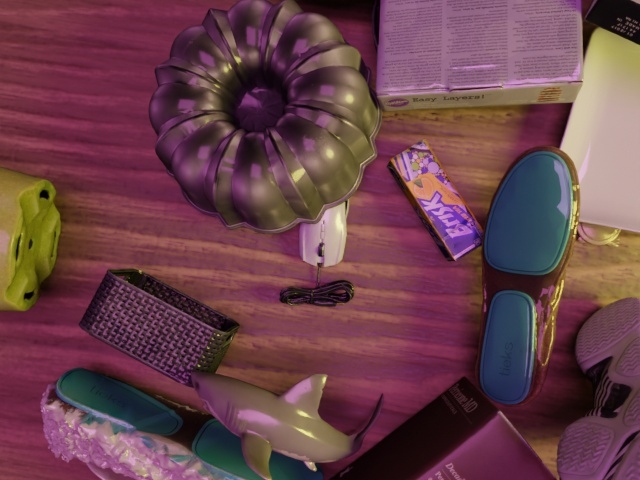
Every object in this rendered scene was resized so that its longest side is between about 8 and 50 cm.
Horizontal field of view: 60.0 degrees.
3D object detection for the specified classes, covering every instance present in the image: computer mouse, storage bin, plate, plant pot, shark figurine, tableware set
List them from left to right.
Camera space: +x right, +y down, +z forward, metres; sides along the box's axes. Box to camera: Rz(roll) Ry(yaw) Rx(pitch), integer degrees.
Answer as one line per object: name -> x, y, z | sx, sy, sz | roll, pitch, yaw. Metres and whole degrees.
plant pot -> -0.498, -0.012, 0.723 | 0.254, 0.276, 0.276 | 9, 88, -8
storage bin -> -0.215, 0.116, 0.759 | 0.180, 0.122, 0.084 | 28, 89, 3
shark figurine -> -0.007, 0.215, 0.682 | 0.278, 0.166, 0.116 | 25, 94, -28
computer mouse -> 0.000, 0.000, 0.796 | 0.106, 0.042, 0.193 | 4, 88, 3
tableware set -> 0.425, -0.076, 0.795 | 0.141, 0.020, 0.168 | -11, 87, 2
plate -> 0.469, -0.133, 0.729 | 0.277, 0.045, 0.278 | 16, 89, 24

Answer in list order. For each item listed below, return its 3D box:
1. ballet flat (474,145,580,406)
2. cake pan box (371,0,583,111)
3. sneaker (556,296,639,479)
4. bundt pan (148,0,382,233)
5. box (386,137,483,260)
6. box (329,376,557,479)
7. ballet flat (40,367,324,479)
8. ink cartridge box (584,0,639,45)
ballet flat -> 0.280, 0.049, 0.743 | 0.116, 0.124, 0.342 | 7, 97, 33
cake pan box -> 0.199, -0.299, 0.730 | 0.267, 0.070, 0.245 | -1, 78, 13
sneaker -> 0.407, 0.244, 0.652 | 0.210, 0.366, 0.137 | 44, 131, -6
bundt pan -> -0.083, -0.180, 0.745 | 0.331, 0.124, 0.330 | -1, 81, 7
box -> 0.164, -0.055, 0.786 | 0.059, 0.054, 0.169 | -32, 87, 0
box -> 0.096, 0.357, 0.705 | 0.381, 0.191, 0.143 | -37, 87, 0
ballet flat -> -0.192, 0.300, 0.758 | 0.409, 0.147, 0.147 | 21, 89, 8
ink cartridge box -> 0.469, -0.353, 0.727 | 0.165, 0.065, 0.332 | 30, 57, 10
